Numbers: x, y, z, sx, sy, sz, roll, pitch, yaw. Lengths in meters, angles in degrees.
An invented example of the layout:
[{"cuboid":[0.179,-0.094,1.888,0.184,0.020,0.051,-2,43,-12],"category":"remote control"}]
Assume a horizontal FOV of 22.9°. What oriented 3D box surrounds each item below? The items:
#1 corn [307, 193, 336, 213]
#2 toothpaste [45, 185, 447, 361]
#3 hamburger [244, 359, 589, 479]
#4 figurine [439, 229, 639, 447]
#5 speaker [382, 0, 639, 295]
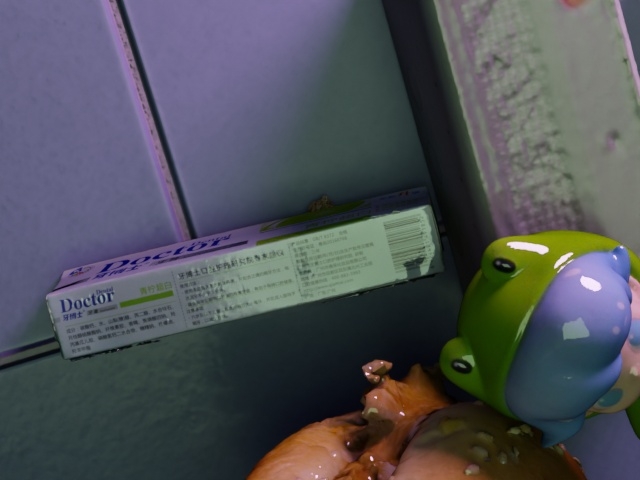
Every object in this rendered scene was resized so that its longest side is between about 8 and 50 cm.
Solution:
[{"cuboid":[0.000,0.000,1.405,0.028,0.027,0.083,-1,104,-26],"category":"corn"},{"cuboid":[-0.063,0.028,1.357,0.336,0.081,0.067,-13,102,5],"category":"toothpaste"},{"cuboid":[0.111,0.255,1.327,0.268,0.287,0.445,-7,142,24],"category":"hamburger"},{"cuboid":[0.219,0.081,1.205,0.263,0.143,0.162,15,110,-25],"category":"figurine"},{"cuboid":[0.184,-0.084,1.323,0.183,0.184,0.406,-17,104,0],"category":"speaker"}]
